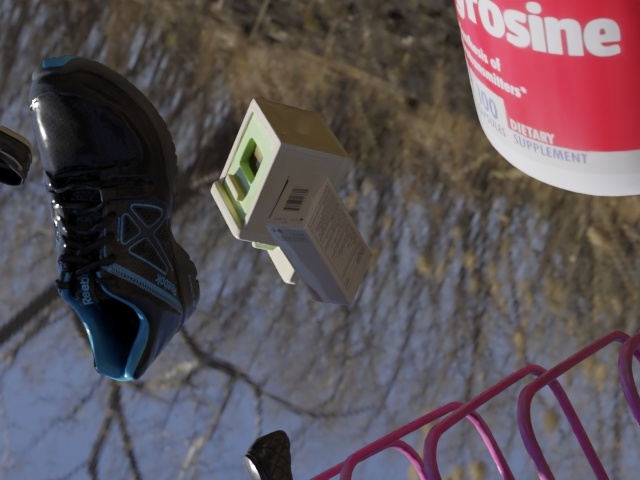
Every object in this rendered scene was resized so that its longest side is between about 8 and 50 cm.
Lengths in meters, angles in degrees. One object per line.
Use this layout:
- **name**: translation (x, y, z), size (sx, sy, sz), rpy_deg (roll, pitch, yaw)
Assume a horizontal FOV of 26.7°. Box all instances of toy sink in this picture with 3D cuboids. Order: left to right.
- **toy sink**: translation (-0.075, -0.074, 2.054), size (0.131, 0.234, 0.153), rpy_deg (11, -152, -27)

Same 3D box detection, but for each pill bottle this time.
- **pill bottle**: translation (0.187, -0.245, 0.885), size (0.229, 0.229, 0.408), rpy_deg (32, 152, 40)

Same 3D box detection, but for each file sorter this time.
- **file sorter**: translation (0.143, 0.176, 0.847), size (0.202, 0.290, 0.182), rpy_deg (-16, -101, -55)

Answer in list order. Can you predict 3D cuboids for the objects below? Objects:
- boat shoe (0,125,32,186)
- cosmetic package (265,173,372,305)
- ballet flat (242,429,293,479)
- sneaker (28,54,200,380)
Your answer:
- **boat shoe**: translation (-0.469, -0.129, 1.769), size (0.206, 0.075, 0.065), rpy_deg (24, -135, -38)
- **cosmetic package**: translation (0.000, 0.000, 1.167), size (0.041, 0.060, 0.115), rpy_deg (5, 145, 30)
- **ballet flat**: translation (-0.024, 0.262, 1.297), size (0.049, 0.173, 0.057), rpy_deg (-31, -154, -23)
- **sneaker**: translation (-0.204, -0.016, 1.315), size (0.125, 0.341, 0.140), rpy_deg (-2, -145, 21)
